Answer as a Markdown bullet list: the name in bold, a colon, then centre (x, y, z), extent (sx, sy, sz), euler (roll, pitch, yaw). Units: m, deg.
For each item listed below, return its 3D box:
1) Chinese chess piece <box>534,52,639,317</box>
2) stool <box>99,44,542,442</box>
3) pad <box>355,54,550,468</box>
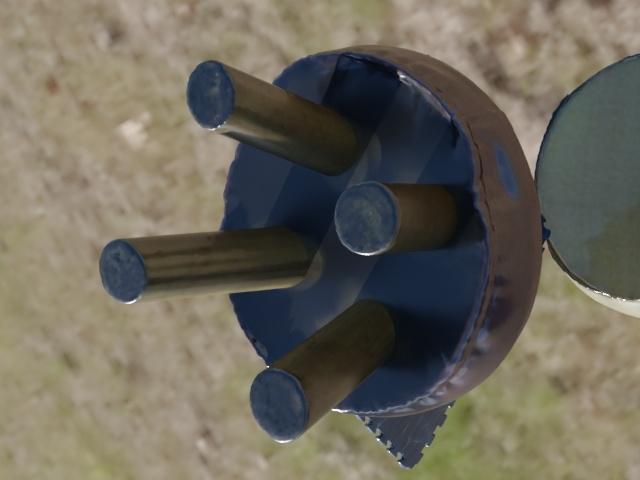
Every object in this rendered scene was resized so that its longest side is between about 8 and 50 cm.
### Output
- **Chinese chess piece**: centre (0.316, -0.051, 1.781), extent (0.250, 0.103, 0.250), euler (-6, 80, 38)
- **stool**: centre (0.000, 0.000, 1.346), extent (0.272, 0.178, 0.272), euler (4, 97, 37)
- **pad**: centre (0.082, 0.023, 1.632), extent (0.012, 0.269, 0.269), euler (15, 156, 41)
